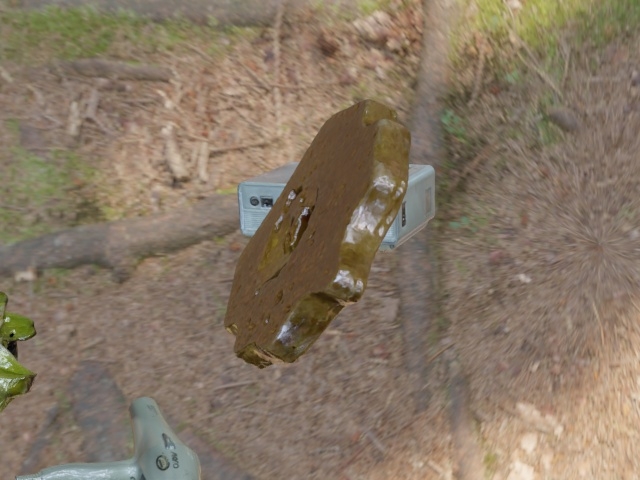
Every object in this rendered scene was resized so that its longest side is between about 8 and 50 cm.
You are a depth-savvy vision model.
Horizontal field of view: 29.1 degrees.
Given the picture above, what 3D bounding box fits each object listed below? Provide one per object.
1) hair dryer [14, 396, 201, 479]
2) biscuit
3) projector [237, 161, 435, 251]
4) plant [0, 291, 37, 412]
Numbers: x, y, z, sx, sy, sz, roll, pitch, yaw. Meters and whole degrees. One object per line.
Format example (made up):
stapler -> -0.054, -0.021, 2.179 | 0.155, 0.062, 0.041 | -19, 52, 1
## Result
hair dryer -> -0.258, 0.270, 1.581 | 0.224, 0.219, 0.088 | 8, 112, -2
biscuit -> 0.002, 0.001, 0.769 | 0.034, 0.215, 0.182 | 29, 99, -16
projector -> 0.017, -0.032, 1.092 | 0.147, 0.115, 0.061 | 4, 106, 22
plant -> -0.370, 0.044, 0.998 | 0.305, 0.261, 0.297 | -2, 99, 26
